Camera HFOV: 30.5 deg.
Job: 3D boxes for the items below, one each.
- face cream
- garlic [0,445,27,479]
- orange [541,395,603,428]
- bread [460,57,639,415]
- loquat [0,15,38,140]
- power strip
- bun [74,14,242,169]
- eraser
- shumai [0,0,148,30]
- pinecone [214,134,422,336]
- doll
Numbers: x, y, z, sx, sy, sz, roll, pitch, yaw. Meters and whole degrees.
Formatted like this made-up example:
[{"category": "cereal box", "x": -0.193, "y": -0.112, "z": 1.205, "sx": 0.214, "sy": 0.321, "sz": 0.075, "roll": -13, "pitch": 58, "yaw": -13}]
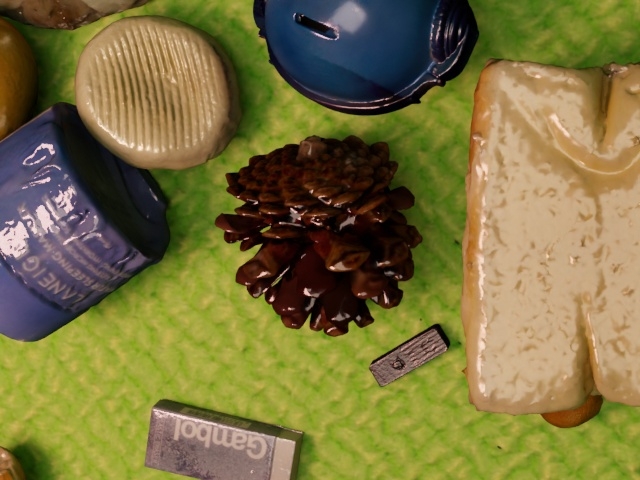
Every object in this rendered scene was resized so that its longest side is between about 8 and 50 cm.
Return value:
[{"category": "face cream", "x": -0.348, "y": -0.027, "z": 1.523, "sx": 0.225, "sy": 0.249, "sz": 0.249, "roll": -34, "pitch": 89, "yaw": 14}, {"category": "garlic", "x": -0.519, "y": 0.387, "z": 1.659, "sx": 0.245, "sy": 0.145, "sz": 0.164, "roll": -33, "pitch": 134, "yaw": 0}, {"category": "orange", "x": 0.315, "y": 0.201, "z": 1.493, "sx": 0.085, "sy": 0.085, "sz": 0.085, "roll": 2, "pitch": 98, "yaw": 13}, {"category": "bread", "x": 0.311, "y": -0.015, "z": 1.311, "sx": 0.279, "sy": 0.371, "sz": 0.390, "roll": 6, "pitch": 96, "yaw": 17}, {"category": "loquat", "x": -0.487, "y": -0.228, "z": 1.553, "sx": 0.213, "sy": 0.213, "sz": 0.246, "roll": -15, "pitch": 101, "yaw": 15}, {"category": "power strip", "x": 0.117, "y": 0.153, "z": 1.553, "sx": 0.111, "sy": 0.029, "sz": 0.038, "roll": -33, "pitch": 90, "yaw": 15}, {"category": "bun", "x": -0.210, "y": -0.186, "z": 1.531, "sx": 0.222, "sy": 0.127, "sz": 0.222, "roll": 1, "pitch": 84, "yaw": -8}, {"category": "eraser", "x": -0.136, "y": 0.287, "z": 1.623, "sx": 0.213, "sy": 0.046, "sz": 0.091, "roll": 10, "pitch": 100, "yaw": 12}, {"category": "shumai", "x": -0.356, "y": -0.410, "z": 1.465, "sx": 0.304, "sy": 0.263, "sz": 0.309, "roll": 33, "pitch": 104, "yaw": 9}, {"category": "pinecone", "x": 0.010, "y": -0.001, "z": 1.454, "sx": 0.264, "sy": 0.264, "sz": 0.264, "roll": 2, "pitch": 98, "yaw": 13}, {"category": "doll", "x": 0.067, "y": -0.302, "z": 1.402, "sx": 0.284, "sy": 0.240, "sz": 0.309, "roll": 27, "pitch": 98, "yaw": 23}]
